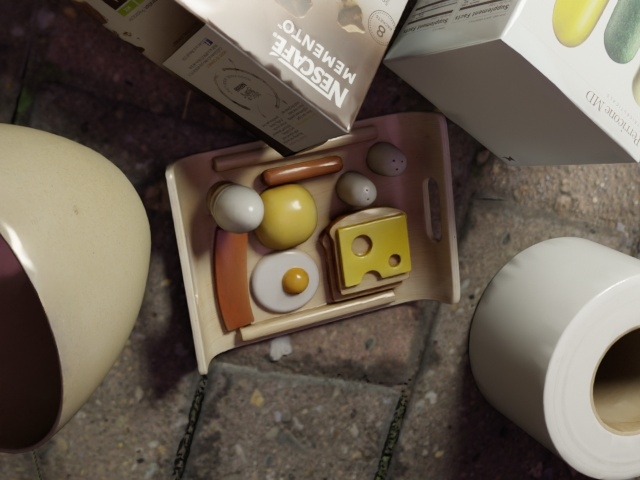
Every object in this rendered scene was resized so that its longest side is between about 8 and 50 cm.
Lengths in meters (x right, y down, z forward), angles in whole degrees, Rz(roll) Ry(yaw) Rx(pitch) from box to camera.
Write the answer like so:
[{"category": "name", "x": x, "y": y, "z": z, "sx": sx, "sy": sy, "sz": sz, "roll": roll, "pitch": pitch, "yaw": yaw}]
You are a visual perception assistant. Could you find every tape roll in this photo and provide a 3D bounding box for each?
[{"category": "tape roll", "x": 0.319, "y": 0.132, "z": 1.147, "sx": 0.246, "sy": 0.169, "sz": 0.246, "roll": -5, "pitch": 105, "yaw": -19}]

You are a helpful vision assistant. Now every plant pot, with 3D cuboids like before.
[{"category": "plant pot", "x": -0.261, "y": 0.012, "z": 0.862, "sx": 0.191, "sy": 0.284, "sz": 0.284, "roll": -39, "pitch": 120, "yaw": -47}]

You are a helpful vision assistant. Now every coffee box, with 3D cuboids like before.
[{"category": "coffee box", "x": -0.083, "y": -0.231, "z": 0.894, "sx": 0.297, "sy": 0.119, "sz": 0.168, "roll": 35, "pitch": 65, "yaw": -25}]

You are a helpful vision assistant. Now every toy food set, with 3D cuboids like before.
[{"category": "toy food set", "x": 0.000, "y": 0.000, "z": 1.030, "sx": 0.306, "sy": 0.092, "sz": 0.220, "roll": -13, "pitch": 108, "yaw": -17}]

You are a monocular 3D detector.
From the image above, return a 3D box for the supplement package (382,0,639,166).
[{"category": "supplement package", "x": 0.240, "y": -0.236, "z": 0.977, "sx": 0.199, "sy": 0.198, "sz": 0.263, "roll": 35, "pitch": 77, "yaw": -25}]
